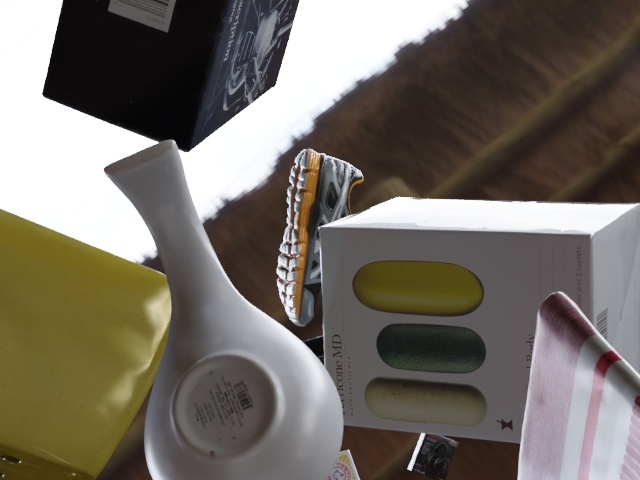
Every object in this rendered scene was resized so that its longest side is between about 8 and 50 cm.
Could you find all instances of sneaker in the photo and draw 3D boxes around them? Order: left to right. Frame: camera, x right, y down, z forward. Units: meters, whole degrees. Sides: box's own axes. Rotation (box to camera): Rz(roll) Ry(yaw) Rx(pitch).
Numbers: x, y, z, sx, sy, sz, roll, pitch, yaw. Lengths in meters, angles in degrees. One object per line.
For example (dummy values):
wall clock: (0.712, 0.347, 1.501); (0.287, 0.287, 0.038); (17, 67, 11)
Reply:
sneaker: (0.000, 0.000, 1.703); (0.084, 0.083, 0.214); (-156, -105, -70)

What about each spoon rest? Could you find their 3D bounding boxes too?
spoon rest: (-0.075, 0.067, 0.971); (0.137, 0.276, 0.084); (-22, 157, 2)

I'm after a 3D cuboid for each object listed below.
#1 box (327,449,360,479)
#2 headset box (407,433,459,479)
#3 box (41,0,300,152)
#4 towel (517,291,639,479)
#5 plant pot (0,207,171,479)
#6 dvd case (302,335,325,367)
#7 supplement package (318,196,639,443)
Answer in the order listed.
box: (0.018, 0.424, 2.042); (0.114, 0.203, 0.103); (-16, 156, -13)
headset box: (0.195, 0.366, 2.408); (0.032, 0.062, 0.083); (159, -45, -80)
box: (-0.127, -0.316, 1.535); (0.312, 0.179, 0.343); (-53, 163, -65)
towel: (0.228, 0.213, 0.943); (0.037, 0.237, 0.329); (-10, -149, -19)
plant pot: (-0.267, 0.121, 1.243); (0.212, 0.212, 0.187); (-36, -143, 51)
dvd case: (0.075, 0.142, 1.702); (0.179, 0.029, 0.238); (-16, 160, 2)
supplement package: (0.160, 0.070, 1.356); (0.263, 0.199, 0.198); (2, -169, 25)
